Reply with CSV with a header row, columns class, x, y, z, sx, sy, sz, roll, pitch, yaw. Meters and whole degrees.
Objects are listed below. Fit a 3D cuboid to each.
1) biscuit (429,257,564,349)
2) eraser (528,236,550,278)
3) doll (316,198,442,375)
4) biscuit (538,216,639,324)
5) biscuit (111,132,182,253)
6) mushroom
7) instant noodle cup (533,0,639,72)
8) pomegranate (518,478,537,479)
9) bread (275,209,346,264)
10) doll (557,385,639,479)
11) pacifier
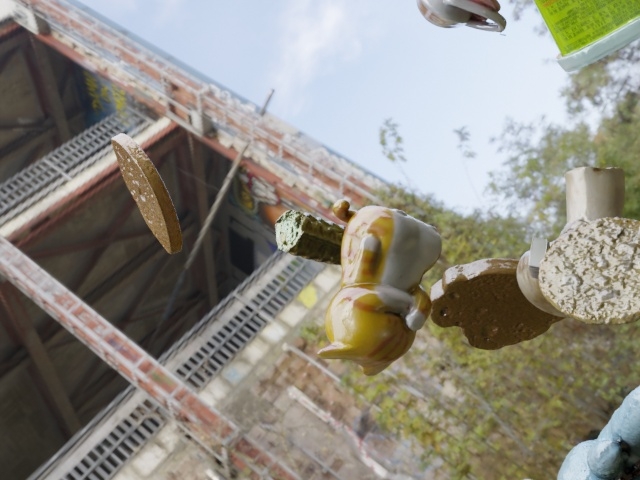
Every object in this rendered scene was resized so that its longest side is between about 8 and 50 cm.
class,x,y,z,sx,sy,sz,roll,pitch,yaw
biscuit,0.462,0.172,1.873,0.381,0.359,0.074,98,-176,-56
eraser,0.371,0.032,1.210,0.122,0.029,0.052,33,-114,-68
doll,0.095,0.070,1.143,0.167,0.162,0.269,24,-115,-32
biscuit,0.435,0.042,1.070,0.220,0.220,0.033,-48,-51,-23
biscuit,-0.285,-0.082,1.190,0.029,0.220,0.142,-28,-2,-25
mushroom,0.521,0.003,1.399,0.292,0.293,0.290,0,-100,-65
instant noodle cup,0.447,-0.488,1.175,0.294,0.308,0.294,-36,10,7
pomegranate,0.472,0.659,1.660,0.210,0.180,0.180,-27,-30,-13
bread,0.000,-0.001,1.685,0.269,0.087,0.098,16,-115,-54
doll,0.242,0.164,0.536,0.120,0.075,0.179,-17,-34,-22
pacifier,0.327,-0.618,1.709,0.332,0.220,0.273,-75,-21,-81
